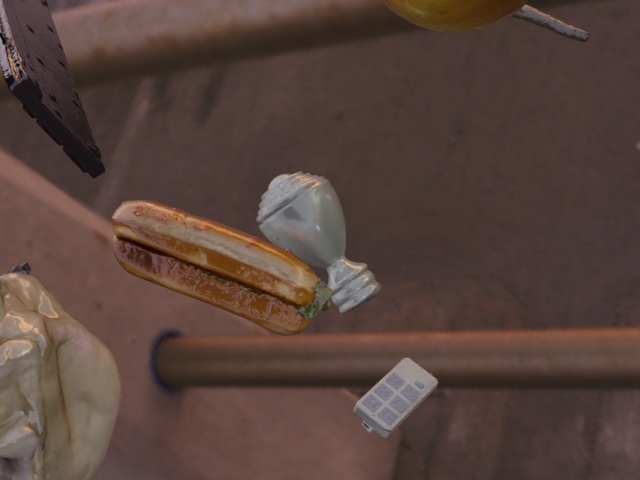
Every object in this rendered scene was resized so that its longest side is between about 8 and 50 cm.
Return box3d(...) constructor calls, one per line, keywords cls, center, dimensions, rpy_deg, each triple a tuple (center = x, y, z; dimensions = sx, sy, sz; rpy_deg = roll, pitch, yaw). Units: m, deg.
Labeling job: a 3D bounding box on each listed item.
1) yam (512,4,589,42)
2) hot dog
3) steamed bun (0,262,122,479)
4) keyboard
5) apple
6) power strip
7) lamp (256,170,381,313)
box3d(cls="yam", center=(0.279, -0.337, 2.035), dimensions=(0.234, 0.027, 0.029), rpy_deg=(21, 63, 3))
box3d(cls="hot dog", center=(-0.100, 0.023, 1.463), dimensions=(0.250, 0.104, 0.076), rpy_deg=(18, 48, 13))
box3d(cls="steamed bun", center=(-0.321, 0.158, 1.123), dimensions=(0.320, 0.275, 0.206), rpy_deg=(-6, 37, -3))
box3d(cls="keyboard", center=(-0.215, -0.151, 1.027), dimensions=(0.018, 0.101, 0.309), rpy_deg=(-35, 37, 4))
box3d(cls="apple", center=(0.166, -0.359, 1.662), dimensions=(0.207, 0.237, 0.237), rpy_deg=(16, 72, 32))
box3d(cls="power strip", center=(0.068, 0.140, 1.263), dimensions=(0.040, 0.016, 0.090), rpy_deg=(38, 49, 15))
box3d(cls="lamp", center=(0.000, 0.000, 1.742), dimensions=(0.106, 0.106, 0.193), rpy_deg=(-37, 88, 12))
